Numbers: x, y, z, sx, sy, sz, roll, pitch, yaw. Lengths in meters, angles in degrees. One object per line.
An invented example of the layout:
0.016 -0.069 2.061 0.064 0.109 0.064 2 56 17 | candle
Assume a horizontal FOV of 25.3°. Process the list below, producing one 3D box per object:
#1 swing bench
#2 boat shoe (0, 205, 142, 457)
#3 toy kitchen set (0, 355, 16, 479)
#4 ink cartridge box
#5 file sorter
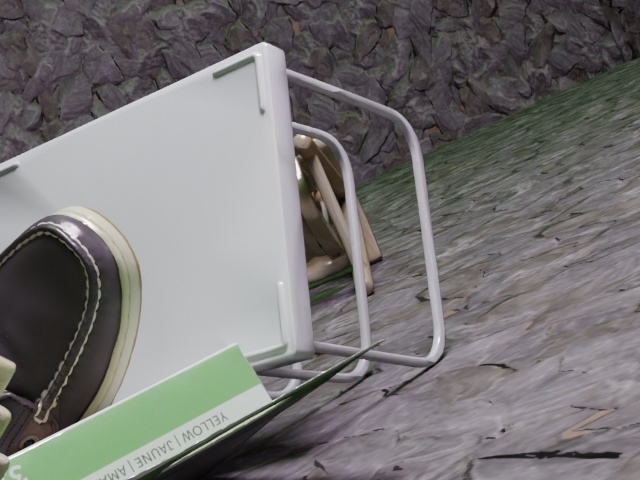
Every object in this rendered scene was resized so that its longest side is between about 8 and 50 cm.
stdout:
-0.085 0.007 1.460 0.253 0.165 0.254 -23 5 6 | swing bench
-0.203 0.103 0.813 0.285 0.103 0.092 -51 -15 23 | boat shoe
-0.248 0.134 0.673 0.207 0.122 0.166 -59 17 7 | toy kitchen set
-0.093 0.106 0.732 0.171 0.056 0.235 -26 -13 -37 | ink cartridge box
-0.074 0.020 0.964 0.278 0.192 0.173 -19 -20 37 | file sorter
